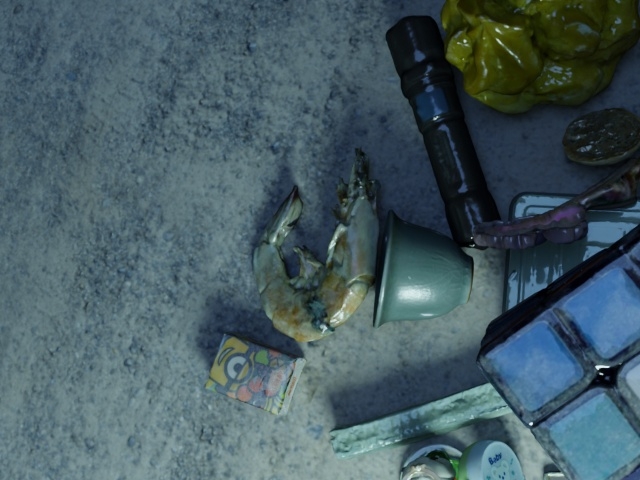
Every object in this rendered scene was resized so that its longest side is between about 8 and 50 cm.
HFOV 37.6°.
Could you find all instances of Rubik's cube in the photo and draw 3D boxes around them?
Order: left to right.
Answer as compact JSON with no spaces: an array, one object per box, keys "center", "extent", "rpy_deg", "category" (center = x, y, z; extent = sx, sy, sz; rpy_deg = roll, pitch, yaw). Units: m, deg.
[{"center":[0.448,0.177,1.279],"extent":[0.362,0.359,0.363],"rpy_deg":[-39,79,11],"category":"Rubik's cube"}]

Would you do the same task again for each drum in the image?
[{"center":[0.277,0.433,1.444],"extent":[0.049,0.130,0.253],"rpy_deg":[-24,69,42],"category":"drum"}]

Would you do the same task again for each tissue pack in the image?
[{"center":[-0.113,0.232,1.647],"extent":[0.148,0.060,0.108],"rpy_deg":[17,85,19],"category":"tissue pack"}]

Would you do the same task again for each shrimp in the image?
[{"center":[0.000,0.000,1.656],"extent":[0.247,0.085,0.360],"rpy_deg":[19,89,29],"category":"shrimp"}]

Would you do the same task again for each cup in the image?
[{"center":[0.172,0.055,1.545],"extent":[0.150,0.199,0.199],"rpy_deg":[7,80,1],"category":"cup"}]

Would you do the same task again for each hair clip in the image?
[{"center":[0.381,-0.042,1.462],"extent":[0.301,0.173,0.069],"rpy_deg":[-24,99,-10],"category":"hair clip"}]

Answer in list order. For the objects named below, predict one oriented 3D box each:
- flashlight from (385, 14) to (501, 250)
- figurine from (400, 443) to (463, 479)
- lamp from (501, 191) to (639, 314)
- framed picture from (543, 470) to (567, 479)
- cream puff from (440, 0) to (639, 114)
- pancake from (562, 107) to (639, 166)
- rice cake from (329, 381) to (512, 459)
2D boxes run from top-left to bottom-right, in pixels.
[{"center":[0.215,-0.187,1.612],"extent":[0.103,0.103,0.423],"rpy_deg":[-20,75,13],"category":"flashlight"},{"center":[0.173,0.386,1.470],"extent":[0.132,0.154,0.132],"rpy_deg":[-4,78,18],"category":"figurine"},{"center":[0.432,0.057,1.512],"extent":[0.267,0.047,0.268],"rpy_deg":[3,79,16],"category":"lamp"},{"center":[0.477,0.449,1.430],"extent":[0.266,0.018,0.192],"rpy_deg":[-3,77,18],"category":"framed picture"},{"center":[0.355,-0.373,1.518],"extent":[0.325,0.257,0.290],"rpy_deg":[-6,79,13],"category":"cream puff"},{"center":[0.462,-0.170,1.536],"extent":[0.140,0.022,0.139],"rpy_deg":[-17,42,16],"category":"pancake"},{"center":[0.180,0.290,1.536],"extent":[0.337,0.066,0.062],"rpy_deg":[-18,73,13],"category":"rice cake"}]
